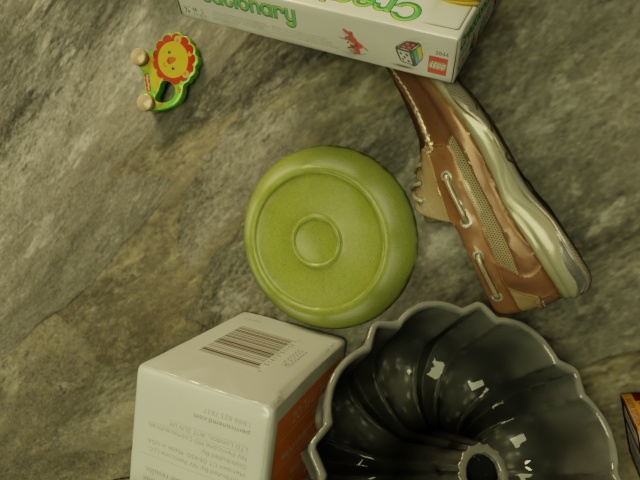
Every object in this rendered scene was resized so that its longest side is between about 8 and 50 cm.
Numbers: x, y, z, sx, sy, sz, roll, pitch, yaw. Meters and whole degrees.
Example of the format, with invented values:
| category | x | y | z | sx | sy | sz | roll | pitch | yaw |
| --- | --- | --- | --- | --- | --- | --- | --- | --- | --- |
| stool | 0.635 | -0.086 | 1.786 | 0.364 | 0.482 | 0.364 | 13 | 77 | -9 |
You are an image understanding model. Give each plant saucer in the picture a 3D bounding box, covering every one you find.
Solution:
| category | x | y | z | sx | sy | sz | roll | pitch | yaw |
| --- | --- | --- | --- | --- | --- | --- | --- | --- | --- |
| plant saucer | 0.000 | 0.000 | 0.655 | 0.241 | 0.037 | 0.240 | 3 | 99 | 21 |

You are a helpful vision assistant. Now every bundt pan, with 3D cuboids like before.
| category | x | y | z | sx | sy | sz | roll | pitch | yaw |
| --- | --- | --- | --- | --- | --- | --- | --- | --- | --- |
| bundt pan | 0.127 | 0.233 | 0.510 | 0.330 | 0.331 | 0.124 | 52 | 149 | 8 |

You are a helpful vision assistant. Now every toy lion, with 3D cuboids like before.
| category | x | y | z | sx | sy | sz | roll | pitch | yaw |
| --- | --- | --- | --- | --- | --- | --- | --- | --- | --- |
| toy lion | -0.209 | -0.232 | 0.713 | 0.096 | 0.034 | 0.100 | -4 | 95 | 14 |

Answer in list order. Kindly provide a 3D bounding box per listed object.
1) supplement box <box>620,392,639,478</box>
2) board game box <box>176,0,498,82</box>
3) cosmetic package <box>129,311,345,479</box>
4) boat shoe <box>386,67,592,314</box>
| category | x | y | z | sx | sy | sz | roll | pitch | yaw |
| --- | --- | --- | --- | --- | --- | --- | --- | --- | --- |
| supplement box | 0.401 | 0.195 | 0.485 | 0.188 | 0.104 | 0.080 | -10 | 93 | 22 |
| board game box | 0.026 | -0.275 | 0.540 | 0.306 | 0.053 | 0.192 | 20 | 59 | 18 |
| cosmetic package | -0.105 | 0.344 | 0.637 | 0.162 | 0.230 | 0.452 | 12 | 102 | 19 |
| boat shoe | 0.149 | -0.063 | 0.546 | 0.116 | 0.123 | 0.324 | -34 | 82 | 24 |
